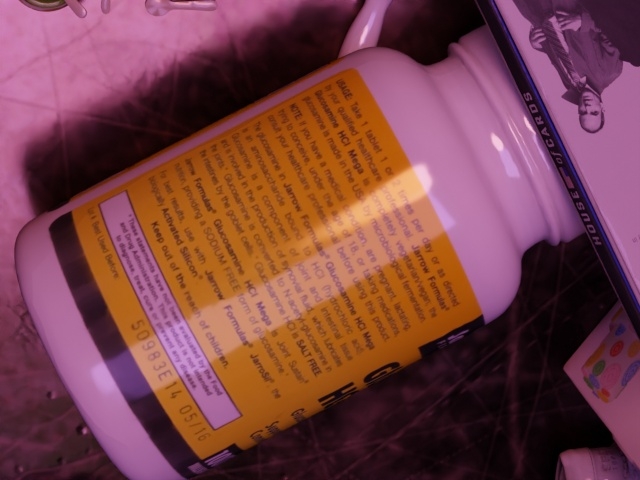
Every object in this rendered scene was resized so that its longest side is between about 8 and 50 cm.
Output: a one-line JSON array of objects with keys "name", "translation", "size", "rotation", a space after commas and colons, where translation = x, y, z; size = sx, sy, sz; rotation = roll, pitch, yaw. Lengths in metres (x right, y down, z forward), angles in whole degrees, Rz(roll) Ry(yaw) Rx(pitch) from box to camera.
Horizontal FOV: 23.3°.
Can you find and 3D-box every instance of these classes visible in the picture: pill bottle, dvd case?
[{"name": "pill bottle", "translation": [0.000, 0.000, 0.952], "size": [0.334, 0.188, 0.188], "rotation": [-27, 113, 1]}, {"name": "dvd case", "translation": [0.207, -0.086, 0.883], "size": [0.179, 0.029, 0.238], "rotation": [-28, 97, -15]}]

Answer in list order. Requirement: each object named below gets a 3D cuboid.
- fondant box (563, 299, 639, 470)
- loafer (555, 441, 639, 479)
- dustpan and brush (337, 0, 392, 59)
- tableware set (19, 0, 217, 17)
[{"name": "fondant box", "translation": [0.327, 0.031, 0.996], "size": [0.096, 0.238, 0.330], "rotation": [35, 101, -21]}, {"name": "loafer", "translation": [0.185, 0.298, 1.146], "size": [0.111, 0.112, 0.319], "rotation": [10, 101, -8]}, {"name": "dustpan and brush", "translation": [0.052, -0.189, 0.969], "size": [0.147, 0.060, 0.211], "rotation": [21, 99, -4]}, {"name": "tableware set", "translation": [-0.131, -0.187, 0.947], "size": [0.154, 0.024, 0.104], "rotation": [0, 110, -10]}]
